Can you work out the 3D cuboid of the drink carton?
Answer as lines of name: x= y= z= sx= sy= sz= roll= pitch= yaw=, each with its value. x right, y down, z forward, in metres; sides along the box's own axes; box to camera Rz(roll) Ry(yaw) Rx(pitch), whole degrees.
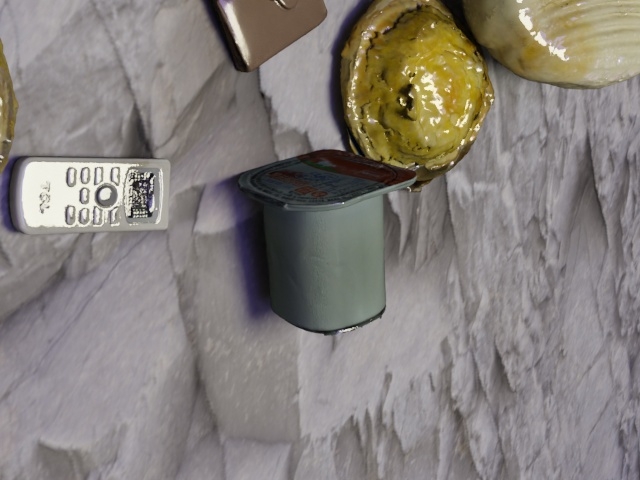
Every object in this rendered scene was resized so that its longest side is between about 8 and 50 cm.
drink carton: x=0.000 y=0.000 z=1.273 sx=0.191 sy=0.185 sz=0.189 roll=-20 pitch=122 yaw=-37

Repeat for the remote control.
remote control: x=-0.257 y=-0.051 z=1.133 sx=0.190 sy=0.029 sz=0.087 roll=-1 pitch=99 yaw=-39

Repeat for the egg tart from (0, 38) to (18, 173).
egg tart: x=-0.432 y=-0.120 z=0.904 sx=0.352 sy=0.150 sz=0.351 roll=-5 pitch=98 yaw=-37

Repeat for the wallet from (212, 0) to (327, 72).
wallet: x=-0.060 y=-0.291 z=1.245 sx=0.153 sy=0.039 sz=0.118 roll=-40 pitch=123 yaw=-25

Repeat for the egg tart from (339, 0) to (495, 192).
egg tart: x=0.143 y=-0.203 z=1.384 sx=0.291 sy=0.107 sz=0.290 roll=-8 pitch=102 yaw=-38

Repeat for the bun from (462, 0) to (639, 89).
bun: x=0.343 y=-0.396 z=1.440 sx=0.365 sy=0.219 sz=0.365 roll=-7 pitch=104 yaw=-29
